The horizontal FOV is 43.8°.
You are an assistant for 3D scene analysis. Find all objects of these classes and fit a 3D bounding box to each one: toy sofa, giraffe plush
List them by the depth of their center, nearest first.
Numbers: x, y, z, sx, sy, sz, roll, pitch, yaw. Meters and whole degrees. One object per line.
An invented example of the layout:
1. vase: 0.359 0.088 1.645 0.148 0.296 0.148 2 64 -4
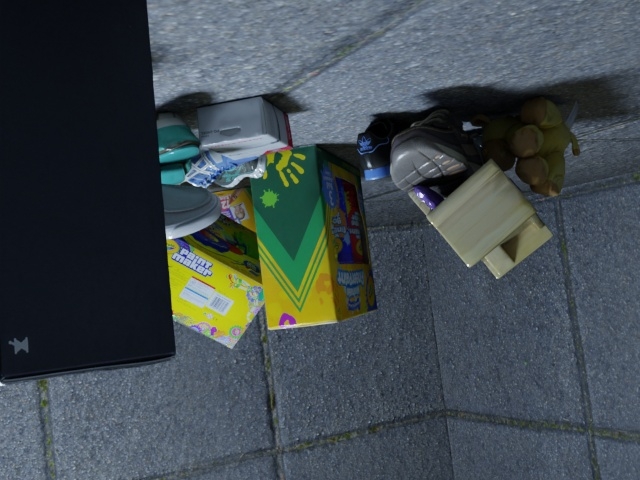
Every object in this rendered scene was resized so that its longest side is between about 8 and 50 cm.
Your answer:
1. toy sofa: 0.309 -0.049 1.481 0.150 0.177 0.362 -41 161 12
2. giraffe plush: 0.375 -0.190 1.514 0.170 0.182 0.210 3 -141 42

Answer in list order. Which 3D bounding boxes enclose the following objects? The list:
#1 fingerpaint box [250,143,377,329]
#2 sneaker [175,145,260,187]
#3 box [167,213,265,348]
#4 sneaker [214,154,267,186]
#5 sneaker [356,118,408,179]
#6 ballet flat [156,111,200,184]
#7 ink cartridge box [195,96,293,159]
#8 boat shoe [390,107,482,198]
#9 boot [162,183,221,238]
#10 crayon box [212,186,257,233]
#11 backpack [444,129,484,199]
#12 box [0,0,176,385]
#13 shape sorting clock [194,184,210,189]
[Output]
1. fingerpaint box: 0.000 0.000 1.837 0.163 0.372 0.445 -8 176 14
2. sneaker: -0.203 -0.141 1.479 0.211 0.081 0.080 -8 176 22
3. box: -0.280 0.051 1.817 0.289 0.177 0.279 30 -163 -18
4. sneaker: -0.182 -0.154 1.622 0.076 0.065 0.166 17 159 -38
5. sneaker: 0.133 -0.189 1.496 0.081 0.091 0.232 -8 -162 26
6. ballet flat: -0.238 -0.150 1.233 0.083 0.087 0.247 -13 175 -15
7. ink cartridge box: -0.117 -0.175 1.256 0.109 0.063 0.150 -8 176 13
8. boat shoe: 0.201 -0.162 1.434 0.132 0.130 0.355 -18 168 20
9. boot: -0.281 -0.071 1.192 0.258 0.124 0.095 -8 -139 -8
10. crayon box: -0.251 -0.051 2.167 0.278 0.166 0.081 -8 176 10
11. backpack: 0.306 -0.158 1.767 0.165 0.145 0.188 -13 179 4
12. box: -0.313 -0.042 0.732 0.312 0.344 0.178 -9 175 37
13. shape sorting clock: -0.318 -0.076 1.589 0.206 0.040 0.206 -19 -170 4
